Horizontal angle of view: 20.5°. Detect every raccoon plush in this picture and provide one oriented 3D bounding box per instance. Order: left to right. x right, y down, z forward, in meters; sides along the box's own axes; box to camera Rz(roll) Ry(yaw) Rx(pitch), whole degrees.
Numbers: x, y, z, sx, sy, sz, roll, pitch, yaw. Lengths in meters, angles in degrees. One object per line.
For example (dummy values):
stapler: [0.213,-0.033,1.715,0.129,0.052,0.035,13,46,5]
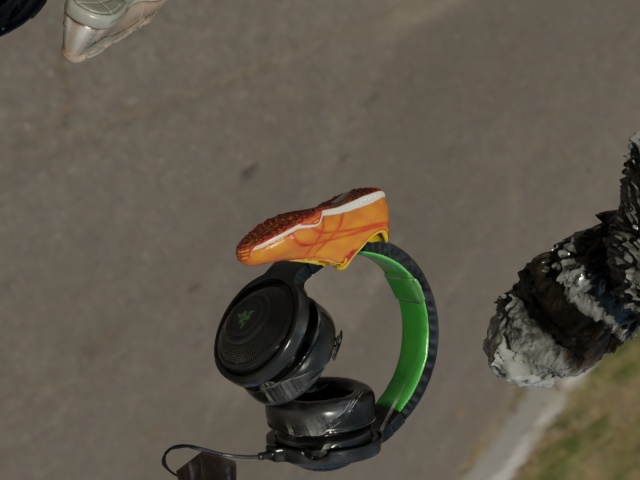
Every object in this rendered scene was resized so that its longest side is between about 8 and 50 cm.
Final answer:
raccoon plush: [0.324,0.085,1.268,0.216,0.299,0.446,0,147,-26]

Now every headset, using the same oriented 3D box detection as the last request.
headset: [-0.009,0.162,1.914,0.394,0.185,0.243,-41,119,-24]

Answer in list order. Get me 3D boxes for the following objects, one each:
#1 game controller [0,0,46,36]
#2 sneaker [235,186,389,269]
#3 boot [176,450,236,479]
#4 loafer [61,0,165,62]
game controller: [-0.255,-0.242,0.897,0.166,0.319,0.067,-20,-170,-9]
sneaker: [0.000,0.000,1.607,0.175,0.067,0.064,-17,-169,-36]
boot: [-0.122,0.249,1.585,0.106,0.114,0.037,-5,162,-12]
loafer: [-0.133,-0.146,1.119,0.039,0.045,0.125,-65,173,25]
